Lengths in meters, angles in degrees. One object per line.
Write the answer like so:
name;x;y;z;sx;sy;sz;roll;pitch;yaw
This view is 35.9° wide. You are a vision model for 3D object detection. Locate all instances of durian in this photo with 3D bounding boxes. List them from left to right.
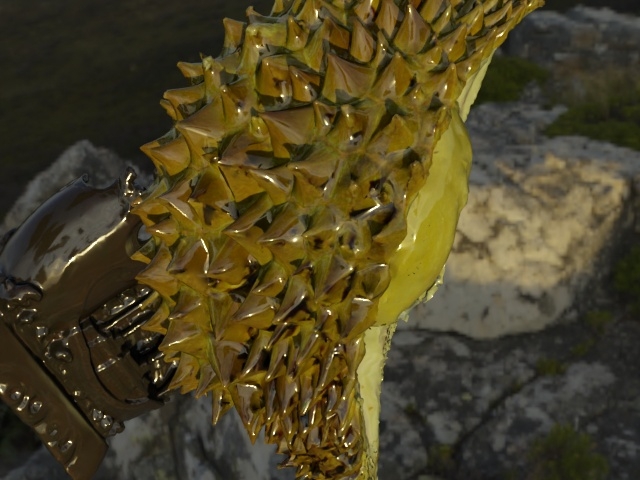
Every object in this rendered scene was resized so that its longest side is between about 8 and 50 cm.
durian;0.000;0.000;0.506;0.172;0.307;0.166;18;16;37

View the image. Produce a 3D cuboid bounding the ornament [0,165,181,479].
ornament;-0.153;0.050;0.810;0.260;0.251;0.106;-29;39;-6
